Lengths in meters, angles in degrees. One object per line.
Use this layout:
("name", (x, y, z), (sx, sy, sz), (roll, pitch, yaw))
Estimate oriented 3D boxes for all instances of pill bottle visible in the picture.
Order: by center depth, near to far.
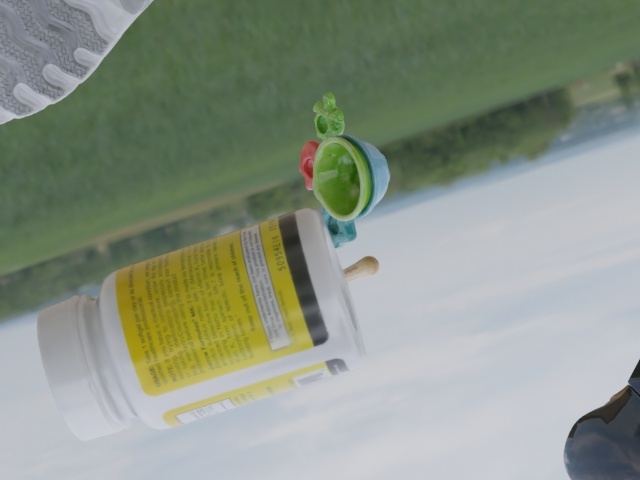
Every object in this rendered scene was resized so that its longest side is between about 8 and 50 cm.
("pill bottle", (-0.083, 0.062, 1.037), (0.208, 0.119, 0.119), (-18, -178, 3))

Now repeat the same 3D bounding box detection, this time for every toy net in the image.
("toy net", (0.000, 0.000, 1.235), (0.045, 0.232, 0.122), (-15, -138, -34))

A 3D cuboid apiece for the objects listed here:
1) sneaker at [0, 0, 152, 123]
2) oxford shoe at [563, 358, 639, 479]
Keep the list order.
("sneaker", (-0.167, -0.169, 0.953), (0.281, 0.105, 0.115), (-33, -151, -6))
("oxford shoe", (0.263, 0.140, 1.174), (0.076, 0.076, 0.212), (-26, 158, -37))
